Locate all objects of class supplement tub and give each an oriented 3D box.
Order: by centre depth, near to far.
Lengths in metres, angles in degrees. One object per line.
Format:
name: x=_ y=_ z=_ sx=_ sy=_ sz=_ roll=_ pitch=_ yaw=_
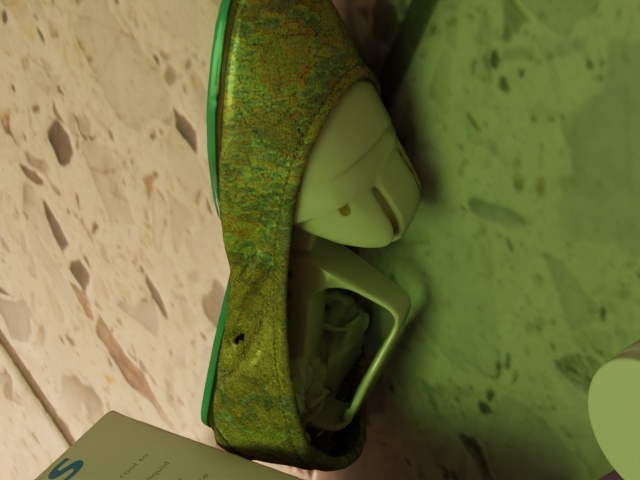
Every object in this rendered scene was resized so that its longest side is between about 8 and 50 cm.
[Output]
supplement tub: x=0.175 y=0.060 z=0.713 sx=0.071 sy=0.107 sz=0.071 roll=34 pitch=137 yaw=40

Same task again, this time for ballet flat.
ballet flat: x=0.000 y=0.000 z=0.942 sx=0.123 sy=0.123 sz=0.348 roll=39 pitch=139 yaw=35

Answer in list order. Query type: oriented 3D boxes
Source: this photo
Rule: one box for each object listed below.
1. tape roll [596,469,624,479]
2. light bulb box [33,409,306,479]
tape roll: x=0.202 y=0.228 z=0.762 sx=0.275 sy=0.090 sz=0.274 roll=48 pitch=153 yaw=35
light bulb box: x=-0.030 y=0.329 z=1.005 sx=0.361 sy=0.225 sz=0.358 roll=9 pitch=135 yaw=53
